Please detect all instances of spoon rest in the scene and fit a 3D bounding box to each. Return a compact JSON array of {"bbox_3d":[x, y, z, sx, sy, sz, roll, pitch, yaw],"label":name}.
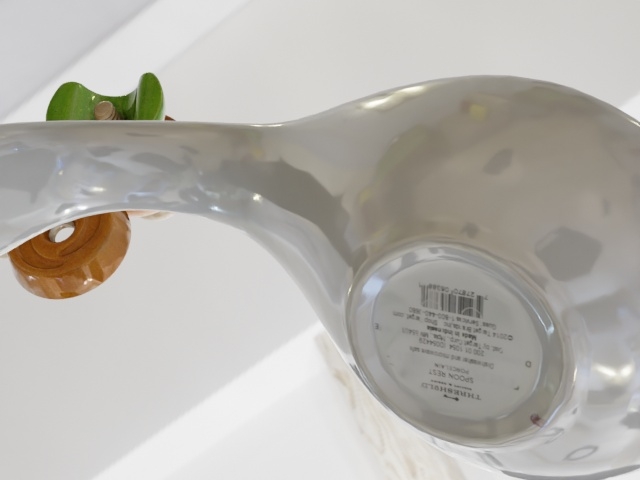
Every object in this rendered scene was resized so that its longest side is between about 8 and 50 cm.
[{"bbox_3d":[0.000,0.000,0.378,0.276,0.137,0.084,13,-150,23],"label":"spoon rest"}]

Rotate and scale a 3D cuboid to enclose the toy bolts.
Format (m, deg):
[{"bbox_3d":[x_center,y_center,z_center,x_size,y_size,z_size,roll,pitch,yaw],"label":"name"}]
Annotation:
[{"bbox_3d":[-0.230,-0.020,0.964,0.228,0.158,0.218,-2,-121,12],"label":"toy bolts"}]
